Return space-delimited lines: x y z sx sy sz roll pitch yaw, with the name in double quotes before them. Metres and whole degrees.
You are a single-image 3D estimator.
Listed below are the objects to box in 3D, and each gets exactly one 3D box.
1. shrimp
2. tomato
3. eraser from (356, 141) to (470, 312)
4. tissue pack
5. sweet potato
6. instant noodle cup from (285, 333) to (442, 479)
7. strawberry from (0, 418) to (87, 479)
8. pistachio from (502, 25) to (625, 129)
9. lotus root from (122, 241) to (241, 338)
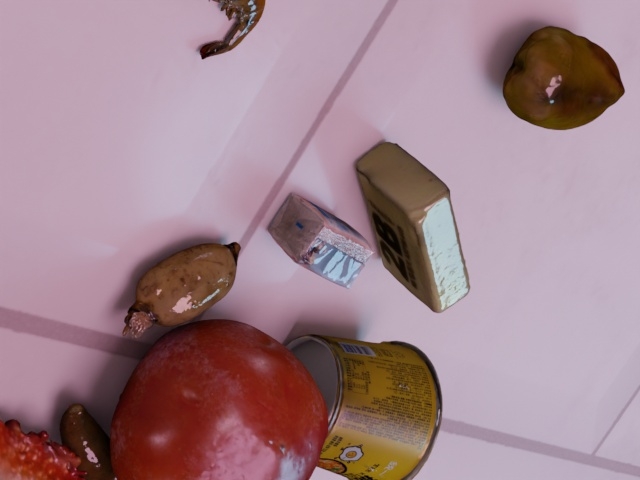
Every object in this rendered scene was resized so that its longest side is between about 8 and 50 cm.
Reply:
"shrimp" -0.097 -0.200 1.099 0.114 0.023 0.083 4 120 -49
"tomato" -0.098 0.192 1.249 0.232 0.188 0.232 -9 101 -50
"eraser" 0.102 -0.013 1.356 0.058 0.117 0.172 -33 138 -14
"tissue pack" 0.000 0.000 1.304 0.094 0.074 0.059 28 102 -47
"sweet potato" -0.218 0.256 1.309 0.067 0.067 0.274 -36 137 -17
"instant noodle cup" 0.025 0.188 1.407 0.144 0.182 0.182 20 105 -39
"strawberry" -0.333 0.274 1.127 0.137 0.234 0.306 -17 150 22
"pistachio" 0.267 -0.179 1.400 0.189 0.100 0.110 -6 146 -51
"lotus root" -0.137 0.048 1.224 0.152 0.063 0.072 -36 148 -22
